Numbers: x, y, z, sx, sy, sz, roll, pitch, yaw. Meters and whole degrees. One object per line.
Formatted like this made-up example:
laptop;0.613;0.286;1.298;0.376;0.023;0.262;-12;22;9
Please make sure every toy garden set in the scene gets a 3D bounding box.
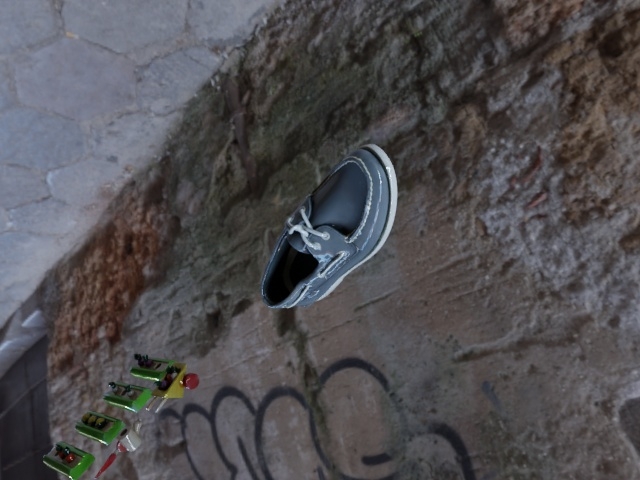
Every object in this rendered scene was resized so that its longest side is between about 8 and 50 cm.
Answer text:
toy garden set;-0.339;0.287;0.909;0.204;0.049;0.244;-5;-146;42

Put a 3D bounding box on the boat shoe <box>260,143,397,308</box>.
boat shoe;0.000;0.000;0.740;0.099;0.116;0.319;-18;154;-36
